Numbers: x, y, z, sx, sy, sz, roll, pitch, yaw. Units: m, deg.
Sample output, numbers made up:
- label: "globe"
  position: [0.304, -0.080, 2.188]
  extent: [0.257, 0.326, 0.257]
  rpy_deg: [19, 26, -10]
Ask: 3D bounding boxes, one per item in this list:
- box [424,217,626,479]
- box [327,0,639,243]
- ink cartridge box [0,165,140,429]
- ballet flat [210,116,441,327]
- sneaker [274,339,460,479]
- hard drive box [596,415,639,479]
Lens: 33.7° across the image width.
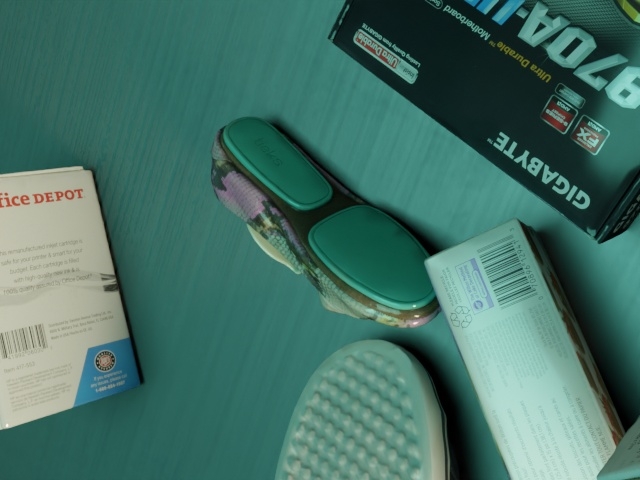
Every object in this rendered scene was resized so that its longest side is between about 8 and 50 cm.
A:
- label: "box"
  position: [0.150, 0.145, 0.594]
  extent: [0.067, 0.063, 0.324]
  rpy_deg: [-27, 73, 18]
- label: "box"
  position: [0.129, -0.134, 0.608]
  extent: [0.220, 0.051, 0.175]
  rpy_deg: [41, 119, 23]
- label: "ink cartridge box"
  position: [-0.240, 0.046, 0.855]
  extent: [0.082, 0.139, 0.190]
  rpy_deg: [-15, 88, 39]
- label: "ballet flat"
  position: [0.000, 0.000, 0.720]
  extent: [0.221, 0.077, 0.079]
  rpy_deg: [42, 141, 31]
- label: "sneaker"
  position: [0.044, 0.233, 0.699]
  extent: [0.126, 0.127, 0.321]
  rpy_deg: [-8, 68, 31]
- label: "hard drive box"
  position: [0.265, 0.082, 0.456]
  extent: [0.232, 0.181, 0.089]
  rpy_deg: [-22, 94, 38]
